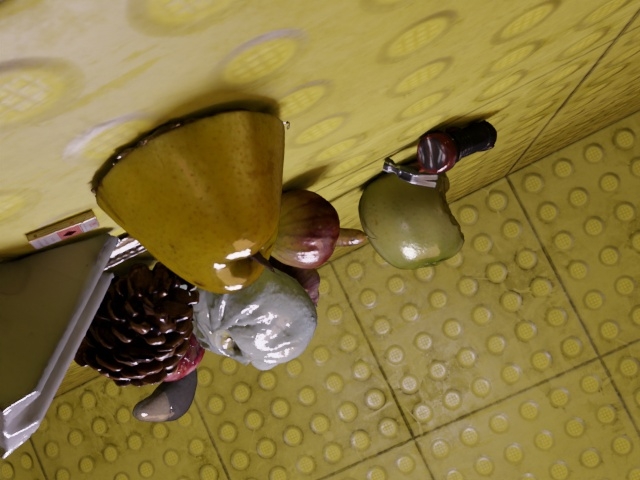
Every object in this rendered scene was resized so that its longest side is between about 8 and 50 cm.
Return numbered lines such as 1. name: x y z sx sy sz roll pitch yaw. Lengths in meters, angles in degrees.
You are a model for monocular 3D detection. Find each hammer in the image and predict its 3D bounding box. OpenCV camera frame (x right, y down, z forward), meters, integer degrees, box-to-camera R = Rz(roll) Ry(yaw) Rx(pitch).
1. hammer: 0.258 -0.183 1.426 0.287 0.111 0.033 -31 142 -47

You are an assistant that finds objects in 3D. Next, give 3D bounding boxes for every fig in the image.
1. fig: -0.077 -0.035 1.199 0.230 0.143 0.160 19 168 -7

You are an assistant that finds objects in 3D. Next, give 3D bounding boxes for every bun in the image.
1. bun: -0.177 0.203 1.610 0.354 0.354 0.194 -31 -151 41

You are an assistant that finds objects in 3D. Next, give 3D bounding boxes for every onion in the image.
1. onion: -0.441 0.286 1.708 0.252 0.252 0.219 -16 133 -58

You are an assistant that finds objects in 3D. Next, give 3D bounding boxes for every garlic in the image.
1. garlic: -0.117 0.133 1.767 0.244 0.245 0.160 -27 -169 14

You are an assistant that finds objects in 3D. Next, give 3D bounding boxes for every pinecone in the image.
1. pinecone: -0.349 0.158 1.215 0.224 0.224 0.273 -20 152 -42

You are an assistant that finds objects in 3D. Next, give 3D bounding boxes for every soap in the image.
1. soap: -0.455 0.095 0.861 0.159 0.257 0.302 118 -9 -52

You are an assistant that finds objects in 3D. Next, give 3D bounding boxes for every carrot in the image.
1. carrot: 0.000 0.000 1.546 0.297 0.078 0.078 -6 -177 26

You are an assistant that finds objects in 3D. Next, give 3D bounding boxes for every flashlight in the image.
1. flashlight: 0.297 -0.208 1.357 0.231 0.093 0.093 -27 177 -44

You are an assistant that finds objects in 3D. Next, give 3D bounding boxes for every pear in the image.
1. pear: -0.127 -0.024 0.758 0.266 0.178 0.267 -21 173 -3

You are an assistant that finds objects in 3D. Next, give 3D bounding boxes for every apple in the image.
1. apple: 0.221 -0.059 1.554 0.279 0.279 0.279 -25 174 -3

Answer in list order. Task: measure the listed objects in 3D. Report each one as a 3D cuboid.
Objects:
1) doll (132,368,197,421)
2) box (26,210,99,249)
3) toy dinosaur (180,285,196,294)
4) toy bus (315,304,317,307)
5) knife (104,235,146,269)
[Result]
1. doll: -0.506 0.409 2.026 0.252 0.379 0.382 -10 179 32
2. box: -0.322 -0.012 0.802 0.083 0.012 0.046 -22 172 -16
3. toy dinosaur: -0.381 0.135 1.456 0.205 0.092 0.393 -29 168 -31
4. toy bus: -0.178 0.205 2.258 0.249 0.210 0.440 -23 173 -12
5. knife: -0.391 0.058 0.980 0.365 0.043 0.089 -25 175 -8
